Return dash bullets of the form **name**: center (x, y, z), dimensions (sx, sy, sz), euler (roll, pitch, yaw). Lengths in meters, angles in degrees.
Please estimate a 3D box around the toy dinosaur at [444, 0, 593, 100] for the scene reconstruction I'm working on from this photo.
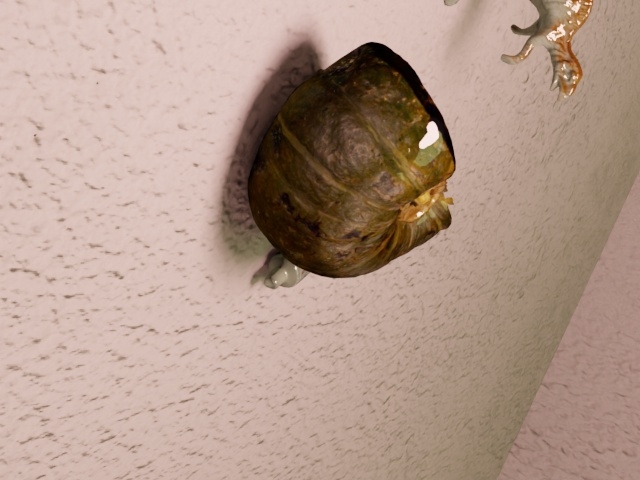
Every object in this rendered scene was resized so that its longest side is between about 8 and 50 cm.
- **toy dinosaur**: center (0.289, -0.391, 1.914), dimensions (0.092, 0.205, 0.393), euler (16, 81, -62)

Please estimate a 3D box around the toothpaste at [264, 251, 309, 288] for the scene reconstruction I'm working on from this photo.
- **toothpaste**: center (0.000, -0.001, 1.846), dimensions (0.268, 0.047, 0.069), euler (-40, 130, -50)

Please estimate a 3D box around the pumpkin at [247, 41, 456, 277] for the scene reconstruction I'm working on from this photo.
- **pumpkin**: center (0.017, -0.088, 1.627), dimensions (0.232, 0.242, 0.325), euler (-27, 153, -10)
